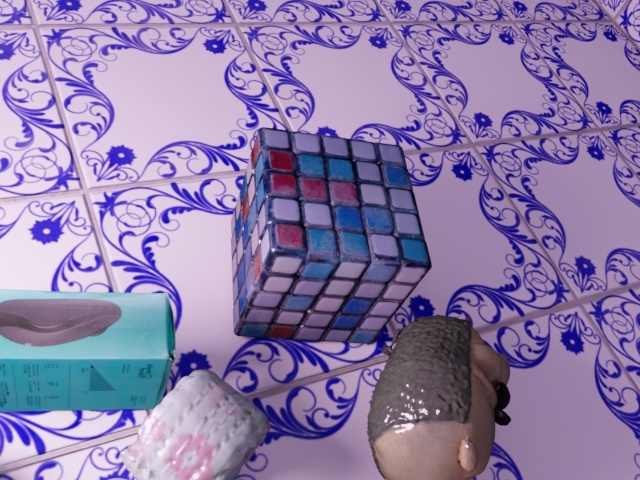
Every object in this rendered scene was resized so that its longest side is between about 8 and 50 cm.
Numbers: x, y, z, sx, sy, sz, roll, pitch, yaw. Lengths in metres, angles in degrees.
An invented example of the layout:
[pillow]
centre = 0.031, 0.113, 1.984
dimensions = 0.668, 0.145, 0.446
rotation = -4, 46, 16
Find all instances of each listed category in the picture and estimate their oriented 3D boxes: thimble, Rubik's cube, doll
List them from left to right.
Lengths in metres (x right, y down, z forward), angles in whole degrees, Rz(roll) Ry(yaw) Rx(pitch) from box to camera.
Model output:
[thimble]
centre = -0.185, 0.306, 1.002
dimensions = 0.149, 0.185, 0.211
rotation = 38, 30, 9
[Rubik's cube]
centre = 0.000, 0.000, 1.251
dimensions = 0.292, 0.293, 0.287
rotation = 5, 53, -16
[doll]
centre = 0.212, 0.272, 1.174
dimensions = 0.247, 0.247, 0.349
rotation = 22, 34, -4

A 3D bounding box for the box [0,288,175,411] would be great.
[box]
centre = -0.389, 0.171, 1.023
dimensions = 0.311, 0.205, 0.118
rotation = 3, 56, -18

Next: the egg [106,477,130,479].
[egg]
centre = -0.276, 0.426, 0.905
dimensions = 0.151, 0.151, 0.209
rotation = 0, 51, -21
